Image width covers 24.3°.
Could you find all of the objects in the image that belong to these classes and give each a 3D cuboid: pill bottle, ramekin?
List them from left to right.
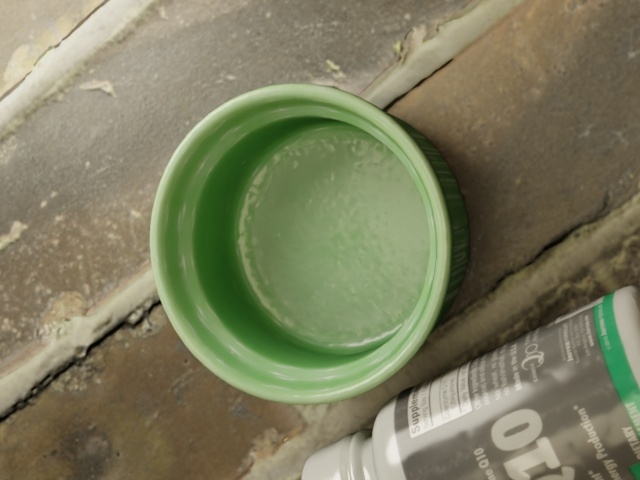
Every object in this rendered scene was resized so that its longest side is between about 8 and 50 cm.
[{"bbox_3d":[0.000,0.000,1.454,0.303,0.148,0.303,1,94,20],"label":"ramekin"},{"bbox_3d":[0.177,0.205,1.376,0.361,0.204,0.204,-28,84,20],"label":"pill bottle"}]
